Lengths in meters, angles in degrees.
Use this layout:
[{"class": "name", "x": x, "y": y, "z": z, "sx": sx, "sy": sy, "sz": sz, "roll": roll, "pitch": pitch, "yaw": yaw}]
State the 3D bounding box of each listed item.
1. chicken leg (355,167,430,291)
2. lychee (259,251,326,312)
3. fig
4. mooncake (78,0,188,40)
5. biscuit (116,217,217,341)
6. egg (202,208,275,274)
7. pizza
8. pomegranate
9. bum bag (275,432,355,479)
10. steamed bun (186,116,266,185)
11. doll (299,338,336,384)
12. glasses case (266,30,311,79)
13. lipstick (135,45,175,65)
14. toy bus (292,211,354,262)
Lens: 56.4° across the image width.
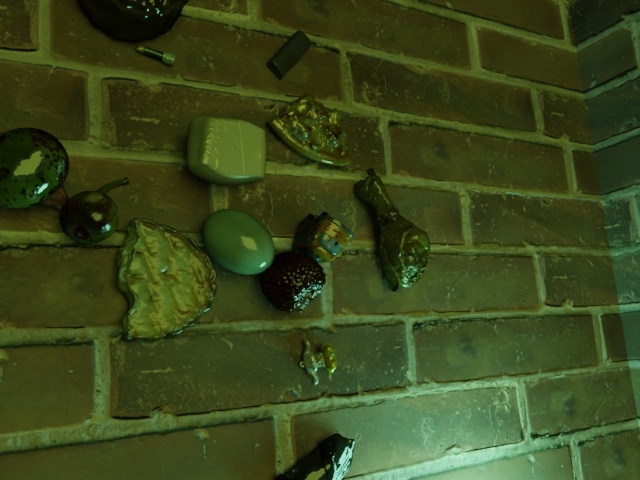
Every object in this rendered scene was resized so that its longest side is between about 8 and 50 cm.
[{"class": "chicken leg", "x": 0.237, "y": -0.047, "z": 2.036, "sx": 0.153, "sy": 0.201, "sz": 0.429, "roll": -19, "pitch": 82, "yaw": -60}, {"class": "lychee", "x": -0.091, "y": 0.117, "z": 1.794, "sx": 0.188, "sy": 0.188, "sz": 0.188, "roll": 7, "pitch": 75, "yaw": -28}, {"class": "fig", "x": -0.589, "y": -0.101, "z": 1.597, "sx": 0.149, "sy": 0.149, "sz": 0.245, "roll": 34, "pitch": 42, "yaw": -19}, {"class": "mooncake", "x": -0.542, "y": -0.754, "z": 1.727, "sx": 0.324, "sy": 0.187, "sz": 0.323, "roll": 9, "pitch": 73, "yaw": -30}, {"class": "biscuit", "x": -0.455, "y": 0.123, "z": 1.641, "sx": 0.329, "sy": 0.078, "sz": 0.335, "roll": 43, "pitch": 62, "yaw": -18}, {"class": "egg", "x": -0.236, "y": 0.005, "z": 1.726, "sx": 0.231, "sy": 0.168, "sz": 0.168, "roll": 35, "pitch": 62, "yaw": 6}, {"class": "pizza", "x": -0.012, "y": -0.381, "z": 2.004, "sx": 0.324, "sy": 0.089, "sz": 0.223, "roll": 25, "pitch": 70, "yaw": -23}, {"class": "pomegranate", "x": -0.718, "y": -0.161, "z": 1.501, "sx": 0.214, "sy": 0.214, "sz": 0.248, "roll": -64, "pitch": 143, "yaw": -25}, {"class": "bum bag", "x": -0.014, "y": 0.687, "z": 1.756, "sx": 0.326, "sy": 0.080, "sz": 0.142, "roll": -35, "pitch": 100, "yaw": -32}, {"class": "steamed bun", "x": -0.285, "y": -0.257, "z": 1.776, "sx": 0.250, "sy": 0.155, "sz": 0.199, "roll": 5, "pitch": 79, "yaw": -35}, {"class": "doll", "x": -0.013, "y": 0.363, "z": 1.849, "sx": 0.113, "sy": 0.071, "sz": 0.135, "roll": -36, "pitch": 91, "yaw": -12}, {"class": "glasses case", "x": -0.104, "y": -0.635, "z": 2.035, "sx": 0.072, "sy": 0.042, "sz": 0.190, "roll": 47, "pitch": 61, "yaw": -21}, {"class": "lipstick", "x": -0.497, "y": -0.562, "z": 1.796, "sx": 0.116, "sy": 0.037, "sz": 0.037, "roll": 15, "pitch": 71, "yaw": -22}, {"class": "toy bus", "x": 0.000, "y": 0.000, "z": 1.854, "sx": 0.126, "sy": 0.209, "sz": 0.136, "roll": 37, "pitch": 73, "yaw": -20}]
